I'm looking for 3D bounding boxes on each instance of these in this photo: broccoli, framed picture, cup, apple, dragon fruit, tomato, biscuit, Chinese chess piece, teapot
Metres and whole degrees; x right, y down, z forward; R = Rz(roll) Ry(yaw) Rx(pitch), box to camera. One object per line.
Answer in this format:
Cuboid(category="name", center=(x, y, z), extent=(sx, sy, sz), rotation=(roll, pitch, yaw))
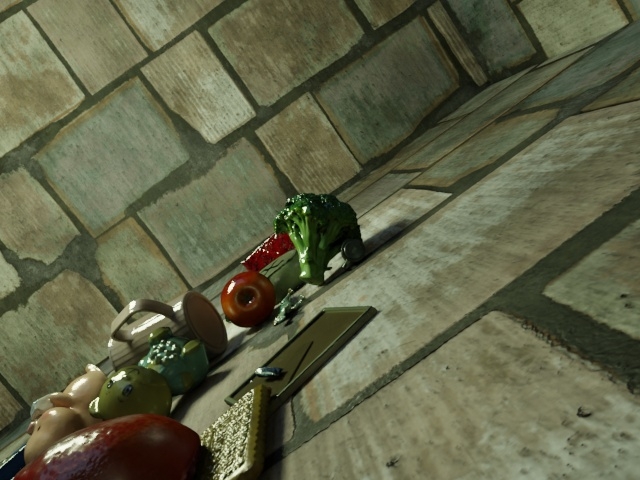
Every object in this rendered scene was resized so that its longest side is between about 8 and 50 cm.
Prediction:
Cuboid(category="broccoli", center=(0.000, 0.000, 1.476), extent=(0.269, 0.269, 0.254), rotation=(-40, 0, -30))
Cuboid(category="framed picture", center=(-0.043, 0.222, 0.992), extent=(0.289, 0.020, 0.211), rotation=(-39, 9, -25))
Cuboid(category="cup", center=(-0.447, 0.268, 1.471), extent=(0.273, 0.288, 0.208), rotation=(-31, 18, 12))
Cuboid(category="apple", center=(-0.204, 0.167, 1.474), extent=(0.163, 0.163, 0.139), rotation=(-37, 1, -12))
Cuboid(category="dragon fruit", center=(-0.101, 0.043, 1.876), extent=(0.317, 0.152, 0.205), rotation=(-42, -14, 19))
Cuboid(category="tomato", center=(-0.341, 0.367, 0.750), extent=(0.335, 0.176, 0.289), rotation=(-43, 3, 22))
Cuboid(category="biscuit", center=(-0.147, 0.317, 0.773), extent=(0.172, 0.029, 0.254), rotation=(-42, 9, 4))
Cuboid(category="Chinese chess piece", center=(-0.133, 0.123, 1.659), extent=(0.237, 0.092, 0.238), rotation=(-34, 9, 6))
Cuboid(category="teapot", center=(0.081, 0.043, 1.393), extent=(0.088, 0.066, 0.057), rotation=(-62, -3, -19))

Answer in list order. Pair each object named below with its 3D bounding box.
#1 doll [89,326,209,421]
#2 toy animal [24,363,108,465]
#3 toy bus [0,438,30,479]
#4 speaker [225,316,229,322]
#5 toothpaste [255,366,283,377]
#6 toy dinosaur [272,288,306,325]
Cuboid(category="doll", center=(-0.405, 0.348, 1.240), extent=(0.177, 0.161, 0.260), rotation=(15, 35, 25))
Cuboid(category="toy animal", center=(-0.599, 0.452, 1.258), extent=(0.256, 0.213, 0.195), rotation=(-37, -17, -53))
Cuboid(category="toy bus", center=(-0.716, 0.570, 1.338), extent=(0.175, 0.138, 0.288), rotation=(-31, 9, 32))
Cuboid(category="speaker", center=(-0.298, 0.238, 1.781), extent=(0.094, 0.060, 0.075), rotation=(-34, 7, 9))
Cuboid(category="toothpaste", center=(-0.098, 0.246, 0.965), extent=(0.027, 0.019, 0.083), rotation=(-21, 1, -40))
Cuboid(category="toy dinosaur", center=(-0.096, 0.182, 1.374), extent=(0.106, 0.044, 0.187), rotation=(-54, 15, -16))
